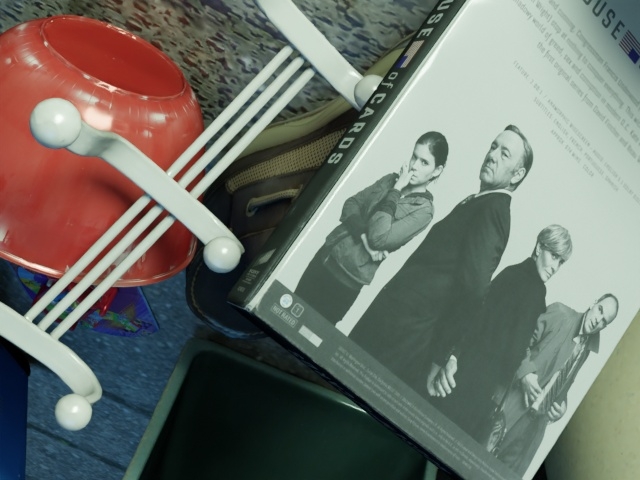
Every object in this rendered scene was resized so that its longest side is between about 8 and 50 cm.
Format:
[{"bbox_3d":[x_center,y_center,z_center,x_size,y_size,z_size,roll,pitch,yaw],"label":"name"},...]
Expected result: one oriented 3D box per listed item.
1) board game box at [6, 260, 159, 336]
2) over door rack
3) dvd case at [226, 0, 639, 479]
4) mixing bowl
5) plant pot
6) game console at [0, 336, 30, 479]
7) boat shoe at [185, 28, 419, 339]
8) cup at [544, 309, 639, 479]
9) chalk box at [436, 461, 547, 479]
[{"bbox_3d":[-0.220,0.049,0.902,0.133,0.033,0.168,9,144,16],"label":"board game box"},{"bbox_3d":[-0.151,-0.089,0.457,0.324,0.239,0.108,44,-178,-20],"label":"over door rack"},{"bbox_3d":[0.092,-0.018,0.472,0.179,0.238,0.030,41,167,-28],"label":"dvd case"},{"bbox_3d":[-0.138,-0.068,0.602,0.181,0.181,0.098,26,115,-8],"label":"mixing bowl"},{"bbox_3d":[-0.068,0.287,0.901,0.248,0.247,0.252,23,126,-3],"label":"plant pot"},{"bbox_3d":[-0.411,0.100,0.963,0.173,0.250,0.293,-16,139,5],"label":"game console"},{"bbox_3d":[0.000,0.000,0.628,0.132,0.130,0.355,32,145,-16],"label":"boat shoe"},{"bbox_3d":[0.282,0.175,0.632,0.331,0.237,0.331,14,146,10],"label":"cup"},{"bbox_3d":[0.165,0.327,0.958,0.289,0.180,0.179,-18,129,45],"label":"chalk box"}]
